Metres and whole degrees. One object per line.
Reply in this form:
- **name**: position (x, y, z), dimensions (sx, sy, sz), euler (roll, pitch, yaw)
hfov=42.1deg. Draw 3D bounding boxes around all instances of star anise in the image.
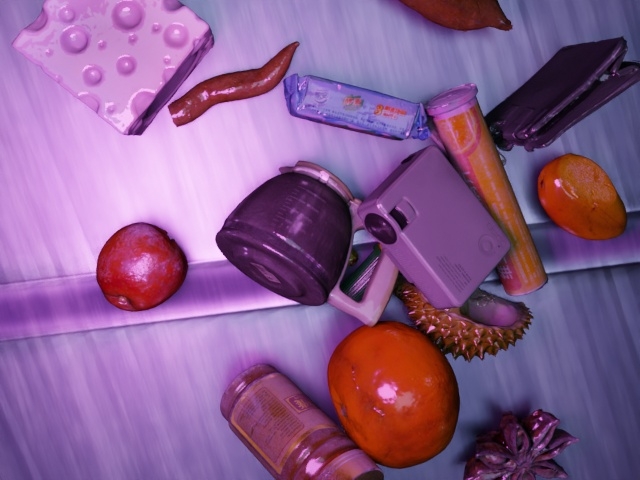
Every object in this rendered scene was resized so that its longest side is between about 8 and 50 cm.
- **star anise**: position (0.402, 0.438, 1.721), dimensions (0.236, 0.109, 0.223), euler (1, 120, -19)

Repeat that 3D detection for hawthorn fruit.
- **hawthorn fruit**: position (-0.342, 0.052, 1.579), dimensions (0.173, 0.173, 0.172), euler (-1, 97, -5)

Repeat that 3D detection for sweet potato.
- **sweet potato**: position (-0.160, -0.299, 1.606), dimensions (0.281, 0.059, 0.067), euler (-22, 86, -3)
- **sweet potato**: position (0.206, -0.505, 1.579), dimensions (0.370, 0.158, 0.158), euler (40, 92, -15)

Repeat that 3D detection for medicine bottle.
- **medicine bottle**: position (0.332, -0.091, 1.621), dimensions (0.108, 0.108, 0.426), euler (-27, 107, -2)
- **medicine bottle**: position (-0.043, 0.381, 1.566), dimensions (0.322, 0.151, 0.151), euler (39, 92, 35)
- **medicine bottle**: position (0.156, 0.012, 1.662), dimensions (0.111, 0.076, 0.309), euler (44, 90, -4)

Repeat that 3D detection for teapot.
- **teapot**: position (-0.009, -0.012, 1.555), dimensions (0.322, 0.239, 0.239), euler (23, 69, 25)

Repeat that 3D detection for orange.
- **orange**: position (0.139, 0.291, 1.595), dimensions (0.226, 0.284, 0.283), euler (-19, 98, -19)

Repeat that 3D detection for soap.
- **soap**: position (0.068, -0.248, 1.585), dimensions (0.293, 0.156, 0.077), euler (13, 94, -6)

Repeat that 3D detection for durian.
- **durian**: position (0.277, 0.147, 1.658), dimensions (0.306, 0.172, 0.166), euler (17, 71, 1)

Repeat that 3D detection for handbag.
- **handbag**: position (0.449, -0.270, 1.572), dimensions (0.260, 0.247, 0.079), euler (-41, 104, -1)

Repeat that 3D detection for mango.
- **mango**: position (0.530, -0.080, 1.678), dimensions (0.217, 0.102, 0.141), euler (35, 69, -11)

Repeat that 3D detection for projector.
- **projector**: position (0.209, -0.020, 1.549), dimensions (0.256, 0.099, 0.192), euler (50, 62, -11)

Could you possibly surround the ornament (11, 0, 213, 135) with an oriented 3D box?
- **ornament**: position (-0.356, -0.352, 1.492), dimensions (0.240, 0.239, 0.240), euler (39, 92, -7)

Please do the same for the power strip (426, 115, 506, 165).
- **power strip**: position (0.289, -0.194, 1.672), dimensions (0.081, 0.035, 0.192), euler (-45, 98, 2)

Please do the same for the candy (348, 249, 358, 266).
- **candy**: position (0.030, 0.002, 1.677), dimensions (0.035, 0.035, 0.123), euler (-42, 89, 12)
